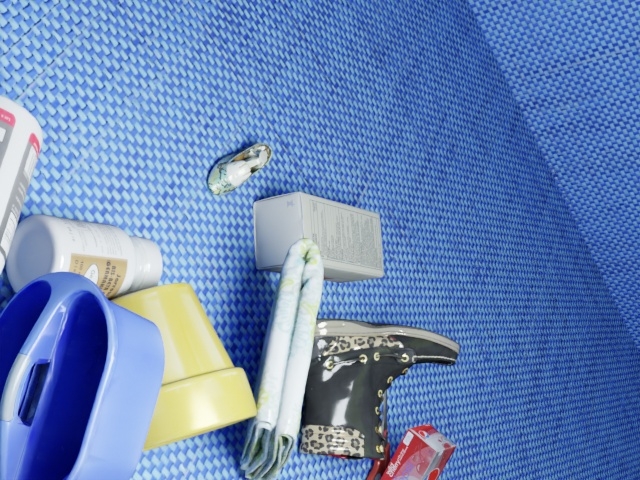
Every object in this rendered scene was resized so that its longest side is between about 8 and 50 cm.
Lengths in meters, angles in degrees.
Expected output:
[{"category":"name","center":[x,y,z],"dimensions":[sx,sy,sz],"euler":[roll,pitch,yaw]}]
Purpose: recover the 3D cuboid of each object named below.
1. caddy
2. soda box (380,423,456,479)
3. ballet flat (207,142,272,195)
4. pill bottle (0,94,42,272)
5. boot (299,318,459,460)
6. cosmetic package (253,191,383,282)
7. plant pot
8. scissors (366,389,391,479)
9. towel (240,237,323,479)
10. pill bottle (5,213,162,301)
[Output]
[{"category":"caddy","center":[-0.372,0.216,1.404],"dimensions":[0.179,0.241,0.341],"euler":[27,75,-55]},{"category":"soda box","center":[0.182,0.524,2.138],"dimensions":[0.092,0.083,0.263],"euler":[3,119,-54]},{"category":"ballet flat","center":[-0.156,-0.149,2.000],"dimensions":[0.188,0.070,0.070],"euler":[-49,120,-49]},{"category":"pill bottle","center":[-0.506,-0.039,1.369],"dimensions":[0.176,0.176,0.318],"euler":[38,51,-43]},{"category":"boot","center":[0.118,0.319,2.109],"dimensions":[0.378,0.138,0.284],"euler":[10,73,-25]},{"category":"cosmetic package","center":[0.000,0.000,2.122],"dimensions":[0.296,0.129,0.153],"euler":[15,70,-53]},{"category":"plant pot","center":[-0.254,0.204,1.604],"dimensions":[0.254,0.254,0.238],"euler":[-4,74,-55]},{"category":"scissors","center":[0.145,0.449,2.238],"dimensions":[0.109,0.021,0.297],"euler":[22,74,-52]},{"category":"towel","center":[-0.065,0.228,1.831],"dimensions":[0.320,0.090,0.374],"euler":[110,-9,-60]},{"category":"pill bottle","center":[-0.367,0.035,1.584],"dimensions":[0.229,0.131,0.131],"euler":[9,73,-54]}]
